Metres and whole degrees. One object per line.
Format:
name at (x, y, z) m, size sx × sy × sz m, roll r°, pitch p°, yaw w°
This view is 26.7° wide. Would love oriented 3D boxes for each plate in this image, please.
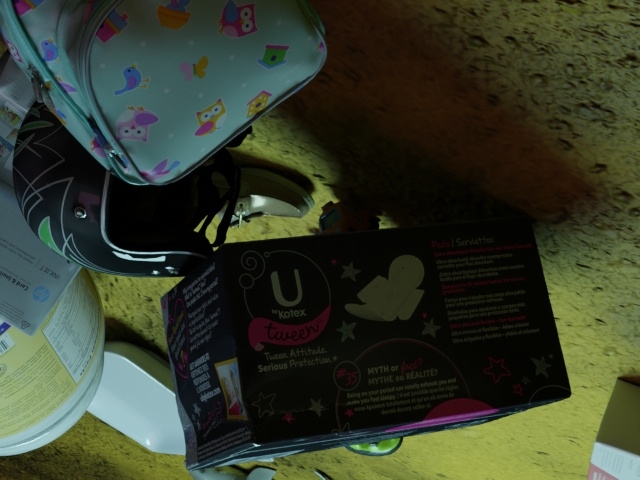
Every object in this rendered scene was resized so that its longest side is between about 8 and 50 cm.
plate at (-0.227, 0.196, 1.720) m, size 0.278 × 0.045 × 0.277 m, roll 39°, pitch 153°, yaw -31°

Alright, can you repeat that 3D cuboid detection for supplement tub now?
supplement tub at (-0.343, 0.059, 1.302) m, size 0.241 × 0.241 × 0.331 m, roll 18°, pitch 156°, yaw 13°

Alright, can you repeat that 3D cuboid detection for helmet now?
helmet at (-0.146, -0.052, 0.990) m, size 0.161 × 0.169 × 0.169 m, roll 19°, pitch 160°, yaw -25°

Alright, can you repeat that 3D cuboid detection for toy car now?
toy car at (0.000, 0.000, 1.096) m, size 0.040 × 0.060 × 0.122 m, roll 57°, pitch 146°, yaw 3°

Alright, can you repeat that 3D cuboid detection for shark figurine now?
shark figurine at (-0.060, 0.390, 1.889) m, size 0.278 × 0.116 × 0.166 m, roll 5°, pitch 151°, yaw 41°

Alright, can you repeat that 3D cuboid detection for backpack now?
backpack at (-0.098, -0.137, 0.748) m, size 0.188 × 0.166 × 0.144 m, roll 56°, pitch 175°, yaw -37°

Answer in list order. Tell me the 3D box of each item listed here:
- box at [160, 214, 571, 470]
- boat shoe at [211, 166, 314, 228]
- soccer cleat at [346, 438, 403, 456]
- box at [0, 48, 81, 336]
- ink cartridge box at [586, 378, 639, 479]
box at (0.027, 0.074, 0.987) m, size 0.247 × 0.142 × 0.163 m, roll -4°, pitch 167°, yaw -24°
boat shoe at (-0.071, -0.033, 1.098) m, size 0.135 × 0.045 × 0.050 m, roll 12°, pitch 154°, yaw 26°
soccer cleat at (0.032, 0.204, 1.492) m, size 0.179 × 0.060 × 0.072 m, roll 8°, pitch 162°, yaw 46°
box at (-0.242, -0.036, 1.086) m, size 0.145 × 0.186 × 0.038 m, roll 33°, pitch -177°, yaw -22°
ink cartridge box at (0.340, 0.200, 1.178) m, size 0.198 × 0.067 × 0.115 m, roll 19°, pitch 156°, yaw 16°
